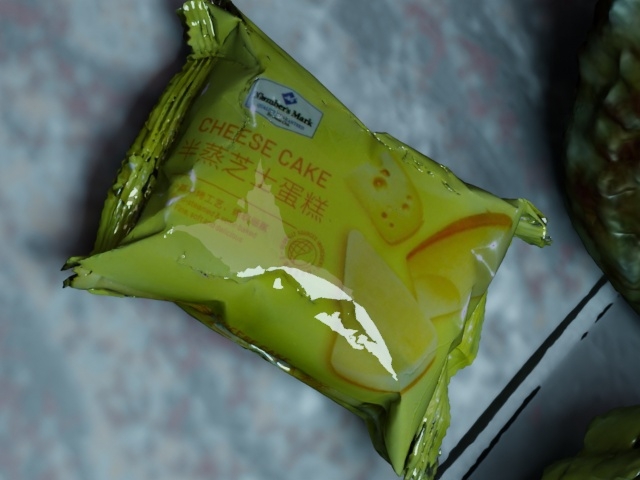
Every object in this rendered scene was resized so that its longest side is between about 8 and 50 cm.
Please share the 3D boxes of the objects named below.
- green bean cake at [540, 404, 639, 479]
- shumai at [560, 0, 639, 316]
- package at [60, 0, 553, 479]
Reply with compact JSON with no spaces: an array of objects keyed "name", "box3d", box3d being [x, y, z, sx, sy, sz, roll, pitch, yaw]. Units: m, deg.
[{"name":"green bean cake","box3d":[0.163,0.261,0.850,0.285,0.202,0.310,-36,100,-35]},{"name":"shumai","box3d":[0.324,-0.121,0.914,0.395,0.395,0.348,36,48,-17]},{"name":"package","box3d":[0.000,0.000,0.848,0.226,0.090,0.168,31,71,-16]}]
